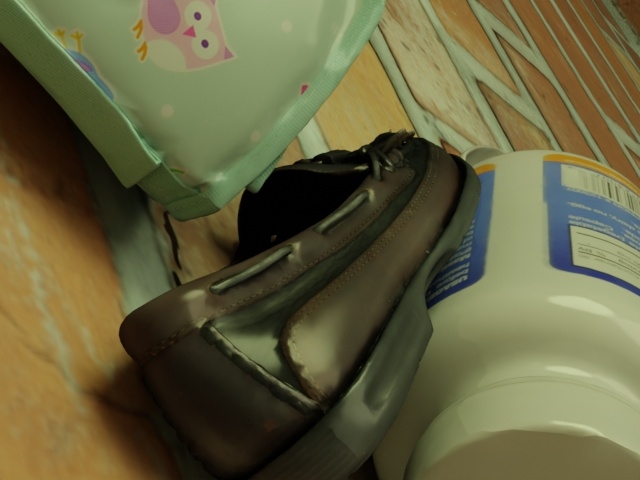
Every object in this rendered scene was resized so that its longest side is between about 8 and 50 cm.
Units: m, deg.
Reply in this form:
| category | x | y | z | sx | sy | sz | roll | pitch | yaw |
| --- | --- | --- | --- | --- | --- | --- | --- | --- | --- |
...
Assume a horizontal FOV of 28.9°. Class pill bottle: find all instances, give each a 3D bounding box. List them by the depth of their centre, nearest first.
| category | x | y | z | sx | sy | sz | roll | pitch | yaw |
| --- | --- | --- | --- | --- | --- | --- | --- | --- | --- |
| pill bottle | 0.104 | 0.067 | 0.588 | 0.152 | 0.152 | 0.272 | 49 | 22 | -12 |

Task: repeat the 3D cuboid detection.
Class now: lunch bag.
| category | x | y | z | sx | sy | sz | roll | pitch | yaw |
| --- | --- | --- | --- | --- | --- | --- | --- | --- | --- |
| lunch bag | -0.082 | -0.157 | 0.544 | 0.223 | 0.160 | 0.262 | 48 | 32 | -23 |

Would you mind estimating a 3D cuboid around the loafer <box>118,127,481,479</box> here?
| category | x | y | z | sx | sy | sz | roll | pitch | yaw |
| --- | --- | --- | --- | --- | --- | --- | --- | --- | --- |
| loafer | 0.000 | 0.000 | 0.546 | 0.095 | 0.109 | 0.302 | 45 | 25 | -9 |

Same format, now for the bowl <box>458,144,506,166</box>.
| category | x | y | z | sx | sy | sz | roll | pitch | yaw |
| --- | --- | --- | --- | --- | --- | --- | --- | --- | --- |
| bowl | 0.134 | 0.004 | 0.892 | 0.142 | 0.053 | 0.142 | 56 | 20 | 7 |
